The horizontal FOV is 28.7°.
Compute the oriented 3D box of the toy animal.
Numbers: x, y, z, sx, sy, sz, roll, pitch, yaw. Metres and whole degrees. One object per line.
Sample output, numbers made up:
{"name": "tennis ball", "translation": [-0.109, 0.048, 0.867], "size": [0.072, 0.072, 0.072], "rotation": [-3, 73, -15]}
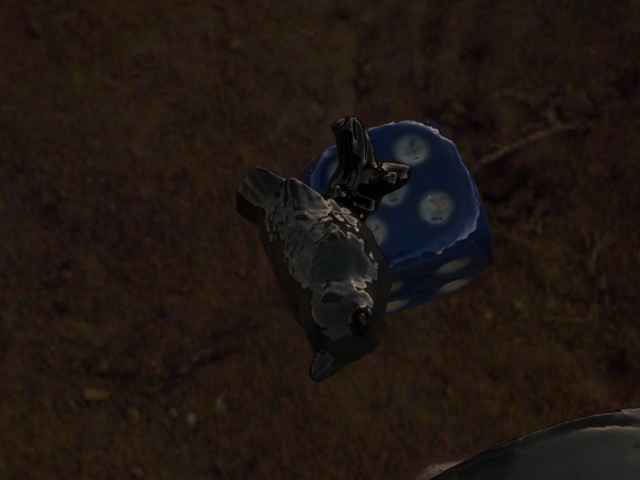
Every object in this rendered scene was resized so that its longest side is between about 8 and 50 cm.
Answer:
{"name": "toy animal", "translation": [-0.002, 0.000, 0.838], "size": [0.117, 0.121, 0.210], "rotation": [32, 21, -12]}

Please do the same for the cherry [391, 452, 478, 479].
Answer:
{"name": "cherry", "translation": [0.189, 0.404, 1.766], "size": [0.236, 0.285, 0.213], "rotation": [11, 85, -1]}

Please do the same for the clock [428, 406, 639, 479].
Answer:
{"name": "clock", "translation": [0.144, 0.220, 0.655], "size": [0.325, 0.325, 0.067], "rotation": [-14, 38, -4]}

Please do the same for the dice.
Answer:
{"name": "dice", "translation": [0.068, -0.017, 1.136], "size": [0.146, 0.146, 0.143], "rotation": [-21, 71, 0]}
